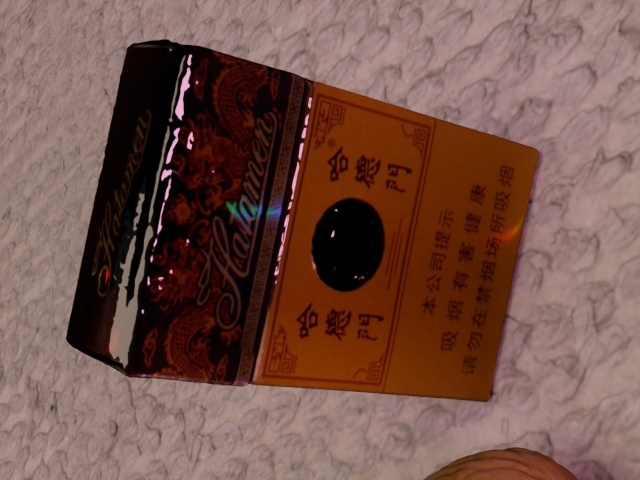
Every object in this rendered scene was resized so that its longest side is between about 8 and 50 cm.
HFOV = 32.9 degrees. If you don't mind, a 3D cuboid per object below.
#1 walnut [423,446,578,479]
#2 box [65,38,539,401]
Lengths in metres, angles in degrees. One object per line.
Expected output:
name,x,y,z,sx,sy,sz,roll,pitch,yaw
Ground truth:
walnut,0.154,0.271,0.899,0.213,0.213,0.213,-17,68,48
box,-0.001,0.000,0.969,0.116,0.415,0.264,13,91,51
